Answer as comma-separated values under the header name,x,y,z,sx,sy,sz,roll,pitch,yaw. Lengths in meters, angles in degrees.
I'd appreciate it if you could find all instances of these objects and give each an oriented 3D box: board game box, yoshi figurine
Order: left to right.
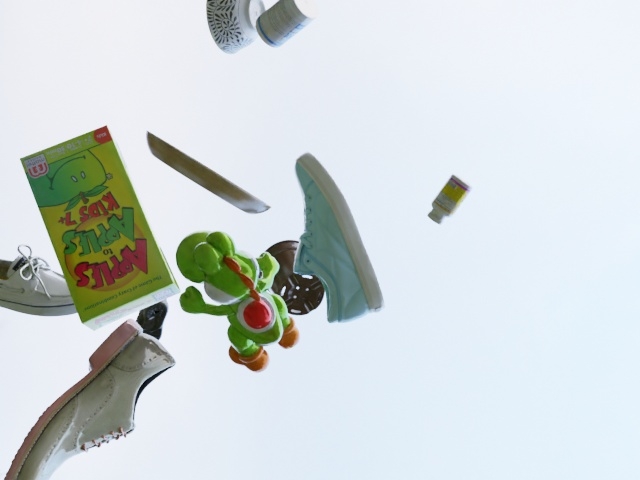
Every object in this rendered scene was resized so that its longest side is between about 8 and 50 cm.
name,x,y,z,sx,sy,sz,roll,pitch,yaw
board game box,-0.218,-0.014,0.663,0.092,0.043,0.181,-24,-105,-10
yoshi figurine,-0.185,0.102,1.399,0.202,0.362,0.204,-8,-136,15

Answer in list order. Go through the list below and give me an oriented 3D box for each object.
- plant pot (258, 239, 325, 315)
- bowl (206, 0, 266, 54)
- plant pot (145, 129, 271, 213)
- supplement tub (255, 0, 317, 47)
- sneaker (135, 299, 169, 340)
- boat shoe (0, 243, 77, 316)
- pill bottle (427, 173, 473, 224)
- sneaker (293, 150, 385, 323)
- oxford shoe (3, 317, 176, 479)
name,x,y,z,sx,sy,sz,roll,pitch,yaw
plant pot,-0.070,0.104,1.755,0.165,0.166,0.167,-125,-128,-63
bowl,-0.171,-0.500,1.479,0.080,0.170,0.170,5,-85,25
plant pot,-0.188,-0.104,1.101,0.236,0.236,0.032,32,-89,31
supplement tub,-0.065,-0.420,1.267,0.107,0.071,0.071,-25,-102,39
sneaker,-0.498,0.212,1.956,0.130,0.087,0.228,-103,-149,-46
boat shoe,-0.778,0.090,1.765,0.367,0.136,0.157,10,-62,5
pill bottle,0.215,-0.068,1.124,0.043,0.043,0.083,43,-72,26
sneaker,0.000,0.000,1.377,0.150,0.135,0.366,-23,-96,-8
oxford shoe,-0.427,0.338,1.246,0.146,0.397,0.140,36,-21,-1
